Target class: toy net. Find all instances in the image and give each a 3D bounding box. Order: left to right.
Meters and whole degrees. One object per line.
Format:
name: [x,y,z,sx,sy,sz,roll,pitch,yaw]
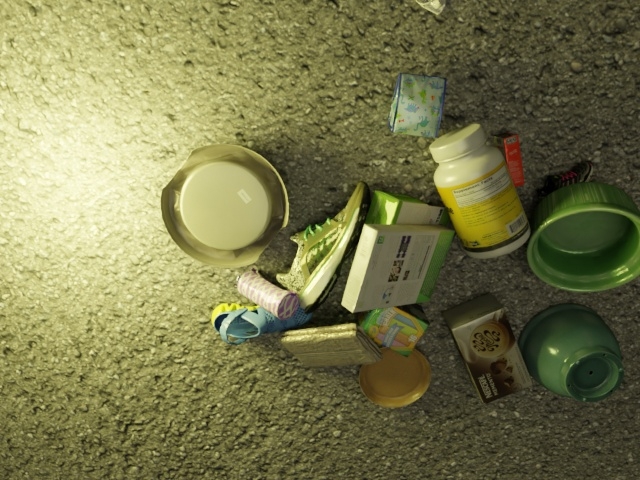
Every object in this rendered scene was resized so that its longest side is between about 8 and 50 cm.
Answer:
toy net: [0.233,-0.665,1.191,0.122,0.045,0.232,-33,106,9]

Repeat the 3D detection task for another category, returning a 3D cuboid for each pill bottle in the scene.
pill bottle: [0.424,-0.133,1.297,0.188,0.188,0.334,-26,106,7]

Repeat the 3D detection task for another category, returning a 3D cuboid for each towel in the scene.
towel: [0.029,0.315,1.428,0.282,0.049,0.187,-11,136,28]

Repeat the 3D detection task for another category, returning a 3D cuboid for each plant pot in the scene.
plant pot: [0.242,0.438,1.563,0.236,0.032,0.236,0,109,-1]
plant pot: [0.788,0.366,1.467,0.293,0.196,0.293,0,108,-1]

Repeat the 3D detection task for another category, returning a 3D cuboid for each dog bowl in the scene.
dog bowl: [-0.259,-0.102,1.335,0.348,0.102,0.349,-1,109,-2]

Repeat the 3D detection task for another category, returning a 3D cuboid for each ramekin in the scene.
ramekin: [0.725,-0.014,1.311,0.303,0.148,0.303,10,134,10]

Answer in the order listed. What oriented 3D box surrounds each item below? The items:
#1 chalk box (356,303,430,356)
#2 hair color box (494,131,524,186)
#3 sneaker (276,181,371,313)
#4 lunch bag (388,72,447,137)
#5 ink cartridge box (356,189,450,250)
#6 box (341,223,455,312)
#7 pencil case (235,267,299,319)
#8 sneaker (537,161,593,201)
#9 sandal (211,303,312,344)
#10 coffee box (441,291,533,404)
chalk box: [0.195,0.229,1.441,0.213,0.132,0.132,27,105,-9]
hair color box: [0.525,-0.224,1.330,0.043,0.072,0.141,-15,109,3]
sneaker: [0.000,0.000,1.362,0.182,0.158,0.410,30,97,12]
lunch bag: [0.256,-0.360,1.266,0.128,0.096,0.151,5,118,-3]
ink cartridge box: [0.248,-0.032,1.379,0.255,0.097,0.189,2,112,-41]
box: [0.217,0.070,1.305,0.322,0.058,0.232,0,114,-39]
pencil case: [-0.152,0.153,1.381,0.088,0.206,0.086,-59,140,-7]
sneaker: [0.688,-0.166,1.357,0.075,0.063,0.170,40,108,-19]
sandal: [-0.176,0.245,1.435,0.317,0.138,0.126,-14,106,1]
coffee box: [0.518,0.336,1.490,0.168,0.119,0.297,-24,107,5]
